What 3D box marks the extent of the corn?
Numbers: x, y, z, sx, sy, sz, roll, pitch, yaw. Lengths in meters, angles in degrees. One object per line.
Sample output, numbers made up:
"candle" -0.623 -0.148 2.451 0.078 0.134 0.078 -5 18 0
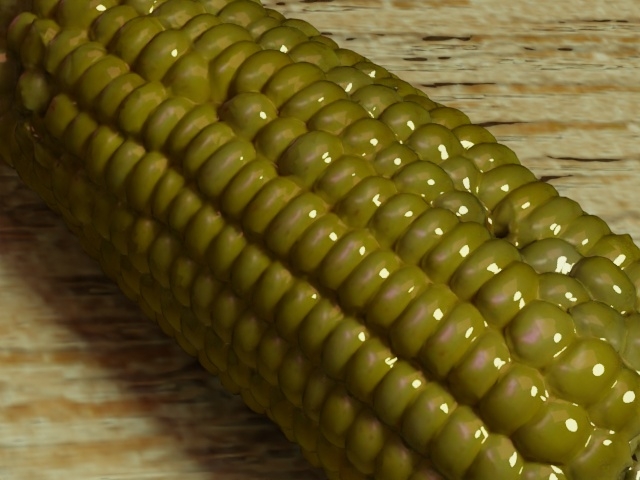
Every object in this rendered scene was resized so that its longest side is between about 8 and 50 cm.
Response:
"corn" 0.000 0.000 0.646 0.347 0.130 0.130 37 42 25
